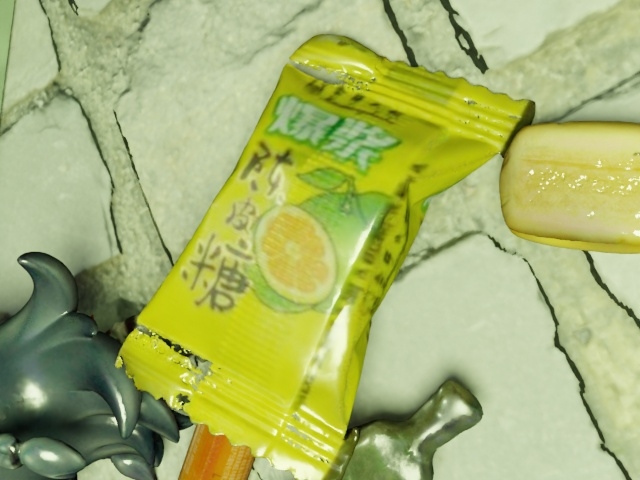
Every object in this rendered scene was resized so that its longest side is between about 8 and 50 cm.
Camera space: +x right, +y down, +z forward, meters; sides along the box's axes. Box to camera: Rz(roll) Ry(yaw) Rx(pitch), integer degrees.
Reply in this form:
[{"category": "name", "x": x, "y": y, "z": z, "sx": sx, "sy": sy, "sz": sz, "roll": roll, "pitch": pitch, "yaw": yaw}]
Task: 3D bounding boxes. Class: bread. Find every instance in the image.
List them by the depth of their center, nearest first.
[{"category": "bread", "x": 0.173, "y": -0.033, "z": 0.518, "sx": 0.115, "sy": 0.056, "sz": 0.082, "roll": 2, "pitch": 89, "yaw": 30}]

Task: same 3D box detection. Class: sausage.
[{"category": "sausage", "x": -0.097, "y": 0.223, "z": 0.651, "sx": 0.053, "sy": 0.053, "sz": 0.348, "roll": 24, "pitch": 102, "yaw": 22}]

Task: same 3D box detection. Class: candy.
[{"category": "candy", "x": 0.000, "y": 0.000, "z": 0.563, "sx": 0.187, "sy": 0.081, "sz": 0.297, "roll": 26, "pitch": 81, "yaw": 16}]

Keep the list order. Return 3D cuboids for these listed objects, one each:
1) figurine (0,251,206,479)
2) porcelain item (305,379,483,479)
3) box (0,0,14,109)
[{"category": "figurine", "x": -0.223, "y": 0.128, "z": 0.649, "sx": 0.265, "sy": 0.197, "sz": 0.175, "roll": -39, "pitch": 63, "yaw": 28}, {"category": "porcelain item", "x": 0.028, "y": 0.174, "z": 0.583, "sx": 0.081, "sy": 0.069, "sz": 0.216, "roll": 47, "pitch": 110, "yaw": 20}, {"category": "box", "x": -0.365, "y": -0.120, "z": 0.745, "sx": 0.129, "sy": 0.086, "sz": 0.225, "roll": 13, "pitch": 97, "yaw": 23}]
